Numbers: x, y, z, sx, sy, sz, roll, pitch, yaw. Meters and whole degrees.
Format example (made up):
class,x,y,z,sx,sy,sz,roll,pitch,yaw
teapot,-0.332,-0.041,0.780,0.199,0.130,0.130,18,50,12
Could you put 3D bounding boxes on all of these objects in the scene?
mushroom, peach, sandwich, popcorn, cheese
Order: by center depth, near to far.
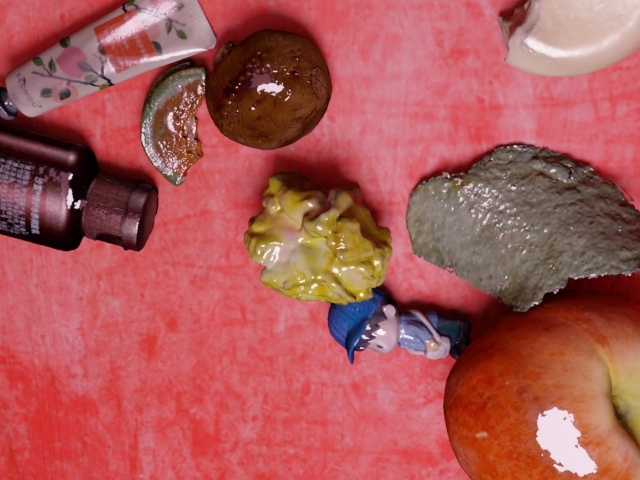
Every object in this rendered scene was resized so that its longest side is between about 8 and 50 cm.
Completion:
class,x,y,z,sx,sy,sz,roll,pitch,yaw
cheese,0.276,-0.231,0.786,0.249,0.071,0.163,-6,112,11
mushroom,-0.048,-0.144,0.883,0.127,0.087,0.127,-3,132,-3
peach,0.230,0.163,0.893,0.232,0.256,0.232,3,83,-20
popcorn,0.000,0.000,0.905,0.145,0.126,0.126,25,109,25
sandwich,-0.150,-0.119,0.931,0.067,0.029,0.135,13,115,5

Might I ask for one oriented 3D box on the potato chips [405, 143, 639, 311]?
class,x,y,z,sx,sy,sz,roll,pitch,yaw
potato chips,0.188,-0.010,0.879,0.228,0.059,0.167,-18,68,20

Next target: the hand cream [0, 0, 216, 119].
class,x,y,z,sx,sy,sz,roll,pitch,yaw
hand cream,-0.221,-0.182,0.912,0.234,0.050,0.080,-23,103,12

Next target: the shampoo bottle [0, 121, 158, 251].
class,x,y,z,sx,sy,sz,roll,pitch,yaw
shampoo bottle,-0.334,-0.065,0.958,0.323,0.084,0.129,14,118,3

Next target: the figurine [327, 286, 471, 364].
class,x,y,z,sx,sy,sz,roll,pitch,yaw
figurine,0.081,0.090,0.954,0.149,0.086,0.087,6,79,-3
